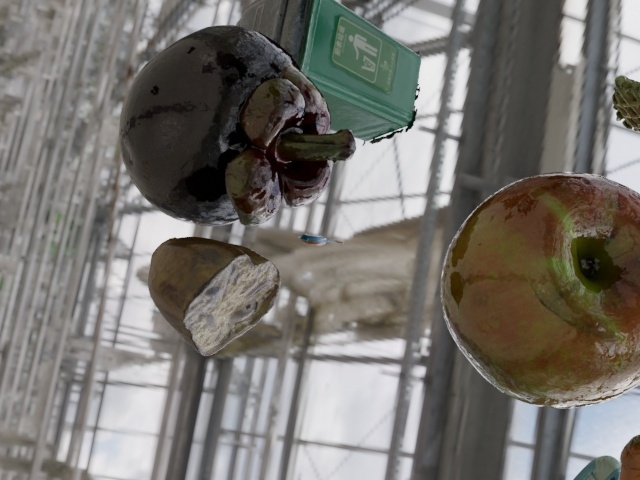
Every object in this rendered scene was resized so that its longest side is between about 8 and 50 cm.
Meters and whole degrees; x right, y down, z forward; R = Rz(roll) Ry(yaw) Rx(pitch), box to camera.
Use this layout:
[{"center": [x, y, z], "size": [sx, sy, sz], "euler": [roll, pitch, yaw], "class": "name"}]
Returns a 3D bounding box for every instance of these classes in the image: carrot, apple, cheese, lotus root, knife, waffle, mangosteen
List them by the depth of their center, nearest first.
[{"center": [0.340, 0.073, 1.589], "size": [0.339, 0.340, 0.339], "euler": [-166, -90, -71], "class": "apple"}, {"center": [0.472, 0.420, 1.741], "size": [0.062, 0.066, 0.271], "euler": [20, -71, 27], "class": "carrot"}, {"center": [-0.191, 0.060, 1.879], "size": [0.180, 0.199, 0.188], "euler": [41, -25, 34], "class": "lotus root"}, {"center": [0.000, -0.001, 2.019], "size": [0.047, 0.111, 0.017], "euler": [19, -80, 36], "class": "cheese"}, {"center": [0.481, 0.454, 2.035], "size": [0.064, 0.031, 0.222], "euler": [53, -37, 24], "class": "knife"}, {"center": [-0.152, -0.187, 2.054], "size": [0.435, 0.382, 0.382], "euler": [34, -64, 25], "class": "mangosteen"}, {"center": [0.671, -0.241, 2.215], "size": [0.054, 0.208, 0.214], "euler": [-53, 153, -9], "class": "waffle"}]

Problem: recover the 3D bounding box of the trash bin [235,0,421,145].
[{"center": [0.004, -0.363, 2.426], "size": [0.295, 0.381, 0.259], "euler": [-15, -122, 53], "class": "trash bin"}]
